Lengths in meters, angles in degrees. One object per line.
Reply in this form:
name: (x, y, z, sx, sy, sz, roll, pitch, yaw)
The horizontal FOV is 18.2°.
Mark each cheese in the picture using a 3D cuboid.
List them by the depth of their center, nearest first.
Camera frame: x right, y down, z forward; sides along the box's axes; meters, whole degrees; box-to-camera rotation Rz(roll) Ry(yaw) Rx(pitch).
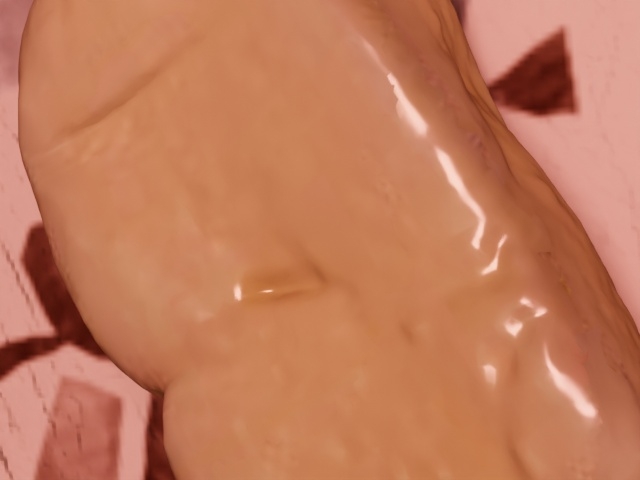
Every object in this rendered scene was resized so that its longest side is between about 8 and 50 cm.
cheese: (0.001, 0.000, 0.660, 0.159, 0.093, 0.263, -35, 77, 25)
